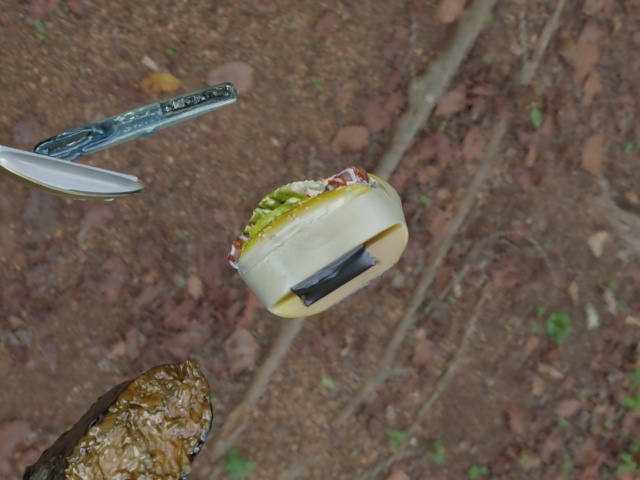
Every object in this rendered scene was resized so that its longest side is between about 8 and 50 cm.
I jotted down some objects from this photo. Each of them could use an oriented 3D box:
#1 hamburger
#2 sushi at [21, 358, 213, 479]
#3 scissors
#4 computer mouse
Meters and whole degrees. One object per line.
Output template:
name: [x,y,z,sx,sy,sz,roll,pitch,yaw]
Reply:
hamburger: [0.000,0.000,1.477,0.210,0.116,0.173,-34,153,8]
sushi: [-0.291,0.353,1.985,0.234,0.207,0.348,47,50,-11]
scissors: [-0.239,-0.152,1.635,0.289,0.138,0.041,-20,85,-21]
computer mouse: [-0.304,-0.075,1.469,0.199,0.102,0.045,13,91,-30]
